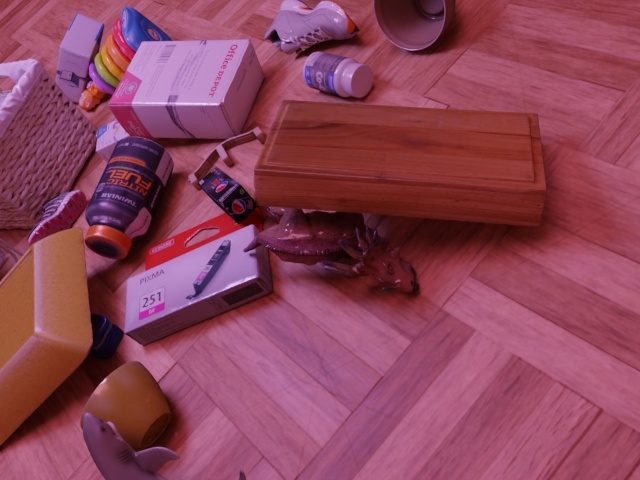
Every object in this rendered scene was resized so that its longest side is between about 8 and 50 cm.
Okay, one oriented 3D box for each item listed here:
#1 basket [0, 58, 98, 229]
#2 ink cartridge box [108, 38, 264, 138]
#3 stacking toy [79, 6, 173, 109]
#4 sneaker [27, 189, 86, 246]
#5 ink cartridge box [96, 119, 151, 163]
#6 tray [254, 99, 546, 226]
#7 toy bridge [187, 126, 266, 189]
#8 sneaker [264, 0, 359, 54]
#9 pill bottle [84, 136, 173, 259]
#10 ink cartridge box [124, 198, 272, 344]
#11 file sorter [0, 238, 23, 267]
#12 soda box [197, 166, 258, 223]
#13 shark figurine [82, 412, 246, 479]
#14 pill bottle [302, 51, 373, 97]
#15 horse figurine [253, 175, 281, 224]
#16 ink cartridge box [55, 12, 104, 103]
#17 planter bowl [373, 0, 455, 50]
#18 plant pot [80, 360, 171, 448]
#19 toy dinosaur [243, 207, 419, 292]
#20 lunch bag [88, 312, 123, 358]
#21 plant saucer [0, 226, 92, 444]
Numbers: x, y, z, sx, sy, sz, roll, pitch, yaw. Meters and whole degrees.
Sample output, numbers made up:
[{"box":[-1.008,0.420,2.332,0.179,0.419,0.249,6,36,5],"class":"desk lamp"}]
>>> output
[{"box":[-0.770,-0.215,1.646,0.328,0.266,0.331,0,55,31],"class":"basket"},{"box":[-0.293,-0.336,1.530,0.283,0.117,0.207,5,58,20],"class":"ink cartridge box"},{"box":[-0.533,-0.444,1.790,0.302,0.166,0.175,-35,47,23],"class":"stacking toy"},{"box":[-0.609,-0.049,1.563,0.075,0.063,0.170,10,56,36],"class":"sneaker"},{"box":[-0.470,-0.250,1.645,0.122,0.052,0.088,-22,48,12],"class":"ink cartridge box"},{"box":[0.123,-0.128,1.054,0.411,0.076,0.203,4,42,9],"class":"tray"},{"box":[-0.203,-0.180,1.448,0.188,0.026,0.063,-35,43,2],"class":"toy bridge"},{"box":[-0.024,-0.459,1.527,0.262,0.099,0.121,26,79,49],"class":"sneaker"},{"box":[-0.400,-0.084,1.418,0.130,0.130,0.245,-6,54,27],"class":"pill bottle"},{"box":[-0.229,0.039,1.269,0.275,0.060,0.239,-23,48,13],"class":"ink cartridge box"},{"box":[-0.808,0.056,1.519,0.278,0.173,0.193,14,65,38],"class":"file sorter"},{"box":[-0.178,-0.088,1.309,0.053,0.060,0.169,-43,29,-6],"class":"soda box"},{"box":[-0.233,0.371,0.970,0.278,0.166,0.116,22,38,13],"class":"shark figurine"},{"box":[0.036,-0.334,1.391,0.137,0.078,0.078,25,71,41],"class":"pill bottle"},{"box":[-0.055,-0.142,1.303,0.174,0.066,0.263,9,60,34],"class":"horse figurine"},{"box":[-0.652,-0.488,1.851,0.190,0.082,0.139,127,156,-52],"class":"ink cartridge box"},{"box":[0.202,-0.473,1.364,0.162,0.162,0.109,13,37,37],"class":"planter bowl"},{"box":[-0.295,0.274,1.089,0.095,0.134,0.134,32,74,17],"class":"plant pot"},{"box":[0.000,0.000,1.084,0.296,0.127,0.200,-6,40,11],"class":"toy dinosaur"},{"box":[-0.420,0.174,1.270,0.098,0.065,0.067,2,57,33],"class":"lunch bag"},{"box":[-0.565,0.168,1.287,0.333,0.081,0.333,-43,43,18],"class":"plant saucer"}]
